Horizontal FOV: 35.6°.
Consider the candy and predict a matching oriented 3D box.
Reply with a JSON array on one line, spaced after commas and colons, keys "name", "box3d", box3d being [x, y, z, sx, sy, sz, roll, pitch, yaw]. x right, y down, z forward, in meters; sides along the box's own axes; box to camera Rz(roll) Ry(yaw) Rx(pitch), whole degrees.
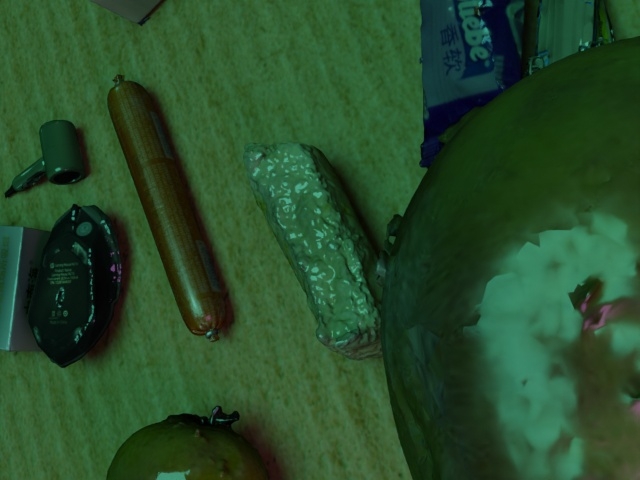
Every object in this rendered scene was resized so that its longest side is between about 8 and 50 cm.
[{"name": "candy", "box3d": [0.138, -0.210, 0.933, 0.145, 0.070, 0.275, -10, 73, 62]}]

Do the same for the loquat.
[{"name": "loquat", "box3d": [-0.133, 0.268, 1.002, 0.172, 0.149, 0.204, 9, 99, 27]}]

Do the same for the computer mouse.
[{"name": "computer mouse", "box3d": [-0.281, 0.055, 1.170, 0.106, 0.062, 0.192, -1, 77, 32]}]

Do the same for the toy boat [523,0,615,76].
[{"name": "toy boat", "box3d": [0.228, -0.201, 0.904, 0.084, 0.066, 0.210, -4, 72, 34]}]

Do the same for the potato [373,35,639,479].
[{"name": "potato", "box3d": [0.212, 0.083, 0.651, 0.385, 0.320, 0.442, -37, 61, 53]}]

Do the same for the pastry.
[{"name": "pastry", "box3d": [0.002, 0.004, 0.986, 0.089, 0.121, 0.258, -23, 63, -1]}]

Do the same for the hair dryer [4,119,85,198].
[{"name": "hair dryer", "box3d": [-0.354, -0.088, 1.252, 0.150, 0.047, 0.071, -29, 67, 36]}]

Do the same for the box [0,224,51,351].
[{"name": "box", "box3d": [-0.448, 0.055, 1.265, 0.243, 0.067, 0.155, 2, 83, 31]}]

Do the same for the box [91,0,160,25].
[{"name": "box", "box3d": [-0.179, -0.374, 1.128, 0.269, 0.135, 0.079, -39, 62, 20]}]

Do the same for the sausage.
[{"name": "sausage", "box3d": [-0.175, -0.043, 1.124, 0.053, 0.053, 0.347, -31, 69, 24]}]
